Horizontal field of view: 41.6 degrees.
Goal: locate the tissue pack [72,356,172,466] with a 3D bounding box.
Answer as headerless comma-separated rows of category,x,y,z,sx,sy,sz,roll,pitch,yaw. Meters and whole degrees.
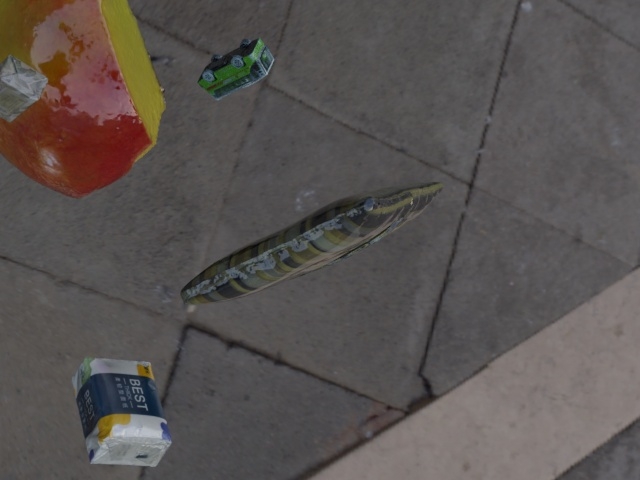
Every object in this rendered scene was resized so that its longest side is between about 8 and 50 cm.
tissue pack,-0.159,0.135,0.672,0.062,0.083,0.042,12,124,-36

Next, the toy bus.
toy bus,-0.084,-0.169,0.831,0.037,0.083,0.031,45,49,-30

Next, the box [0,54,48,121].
box,-0.418,-0.203,1.136,0.062,0.098,0.045,34,55,-33

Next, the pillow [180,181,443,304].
pillow,0.000,0.000,0.800,0.208,0.212,0.052,-15,78,-63

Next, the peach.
peach,-0.418,-0.239,1.370,0.306,0.242,0.381,-3,129,9
